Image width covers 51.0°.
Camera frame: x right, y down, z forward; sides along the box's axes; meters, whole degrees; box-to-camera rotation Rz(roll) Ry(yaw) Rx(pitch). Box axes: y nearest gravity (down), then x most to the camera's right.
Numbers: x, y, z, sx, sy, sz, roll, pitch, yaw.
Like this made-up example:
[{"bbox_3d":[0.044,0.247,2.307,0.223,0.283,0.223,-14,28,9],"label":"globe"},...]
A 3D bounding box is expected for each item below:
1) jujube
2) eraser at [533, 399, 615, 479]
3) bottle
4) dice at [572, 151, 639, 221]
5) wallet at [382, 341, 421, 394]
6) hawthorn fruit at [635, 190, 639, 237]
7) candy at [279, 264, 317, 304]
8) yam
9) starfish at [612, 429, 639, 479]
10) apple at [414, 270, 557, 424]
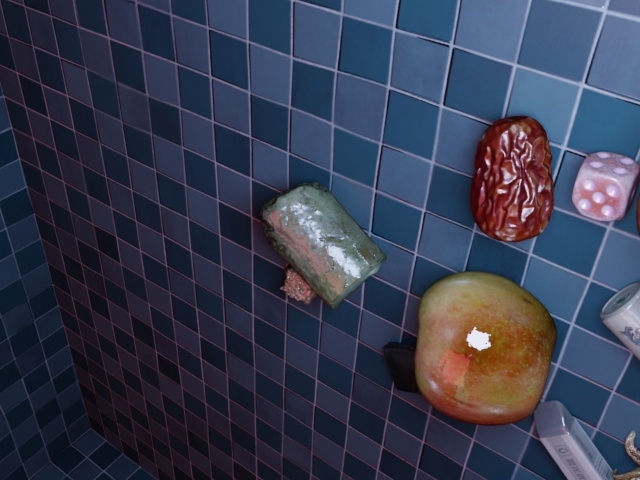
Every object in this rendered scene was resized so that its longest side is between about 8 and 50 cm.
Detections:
[{"bbox_3d":[0.353,-0.113,1.239,0.155,0.155,0.230,8,118,37],"label":"jujube"},{"bbox_3d":[0.607,0.521,1.537,0.352,0.061,0.089,53,139,-4],"label":"eraser"},{"bbox_3d":[0.636,0.191,1.236,0.233,0.110,0.110,47,139,5],"label":"bottle"},{"bbox_3d":[0.495,-0.094,1.165,0.091,0.093,0.094,22,131,28],"label":"dice"},{"bbox_3d":[0.307,0.330,1.675,0.317,0.045,0.173,0,121,41],"label":"wallet"},{"bbox_3d":[0.663,-0.050,0.830,0.471,0.471,0.472,23,132,28],"label":"hawthorn fruit"},{"bbox_3d":[-0.050,0.113,1.804,0.110,0.085,0.095,25,127,13],"label":"candy"},{"bbox_3d":[0.000,0.000,1.598,0.300,0.195,0.195,47,139,2],"label":"yam"},{"bbox_3d":[0.731,0.495,1.418,0.213,0.057,0.238,39,121,17],"label":"starfish"},{"bbox_3d":[0.338,0.223,1.378,0.276,0.319,0.319,5,124,15],"label":"apple"}]
